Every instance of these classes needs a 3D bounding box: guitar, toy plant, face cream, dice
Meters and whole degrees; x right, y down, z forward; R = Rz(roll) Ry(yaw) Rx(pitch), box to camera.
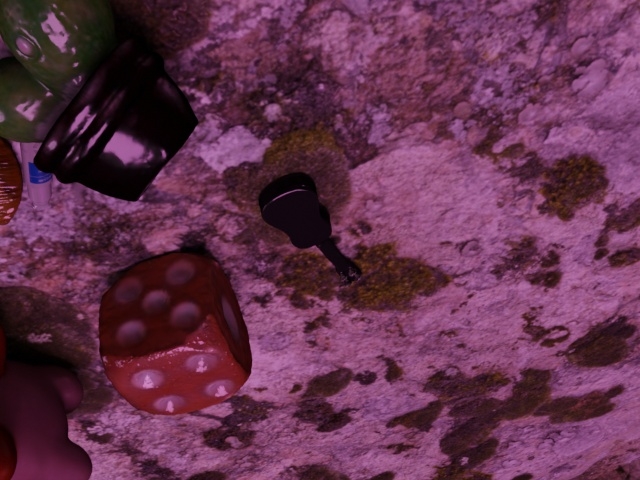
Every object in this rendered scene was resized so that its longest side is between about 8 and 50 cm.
[{"bbox_3d":[0.001,0.002,1.139,0.083,0.038,0.271,-26,139,12],"label":"guitar"},{"bbox_3d":[-0.247,-0.157,0.792,0.235,0.175,0.218,37,126,-15],"label":"toy plant"},{"bbox_3d":[-0.340,-0.088,0.924,0.034,0.034,0.130,-2,137,-17],"label":"face cream"},{"bbox_3d":[-0.207,0.139,1.114,0.179,0.175,0.174,-20,140,2],"label":"dice"}]

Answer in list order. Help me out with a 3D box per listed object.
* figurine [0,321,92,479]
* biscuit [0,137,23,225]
[{"bbox_3d":[-0.489,0.279,1.128,0.211,0.270,0.261,-23,150,6],"label":"figurine"},{"bbox_3d":[-0.451,-0.090,0.886,0.228,0.031,0.176,18,127,-35],"label":"biscuit"}]
